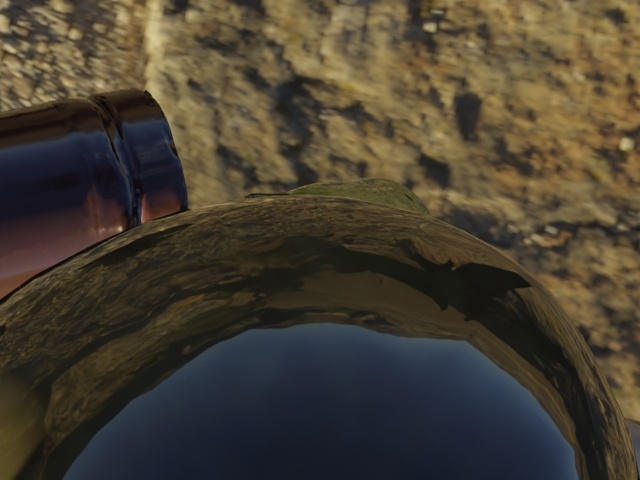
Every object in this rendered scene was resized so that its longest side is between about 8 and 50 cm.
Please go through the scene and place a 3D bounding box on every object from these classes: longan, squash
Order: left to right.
[{"bbox_3d":[-0.028,0.111,0.435,0.215,0.246,0.246,12,96,-13],"label":"longan"},{"bbox_3d":[0.010,0.013,1.381,0.137,0.287,0.137,1,93,16],"label":"squash"}]

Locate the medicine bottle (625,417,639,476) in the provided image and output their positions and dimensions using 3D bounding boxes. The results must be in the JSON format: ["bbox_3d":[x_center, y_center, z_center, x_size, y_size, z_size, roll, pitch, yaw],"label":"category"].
[{"bbox_3d":[0.183,0.159,0.772,0.250,0.131,0.131,17,94,-41],"label":"medicine bottle"}]

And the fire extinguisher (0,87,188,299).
[{"bbox_3d":[-0.237,0.013,0.781,0.341,0.105,0.141,-14,126,-24],"label":"fire extinguisher"}]
